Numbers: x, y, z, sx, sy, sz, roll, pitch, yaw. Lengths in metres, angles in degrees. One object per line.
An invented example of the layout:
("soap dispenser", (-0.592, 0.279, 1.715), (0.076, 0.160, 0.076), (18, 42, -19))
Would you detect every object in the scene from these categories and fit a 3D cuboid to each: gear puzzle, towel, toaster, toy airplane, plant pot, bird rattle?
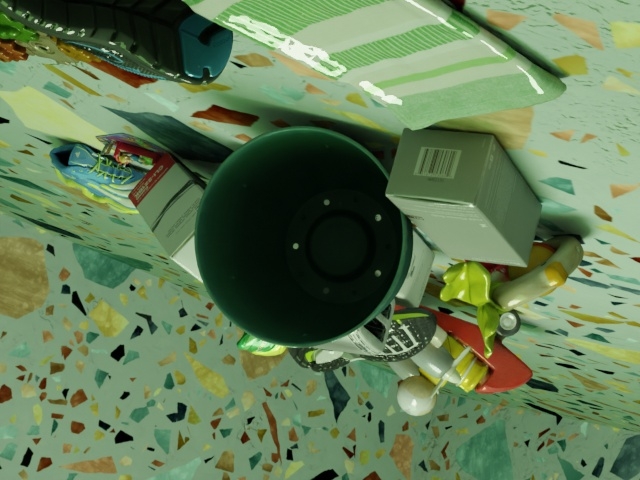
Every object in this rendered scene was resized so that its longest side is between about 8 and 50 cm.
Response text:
("gear puzzle", (-0.426, -0.273, 1.369), (0.338, 0.044, 0.175), (13, 167, 23))
("towel", (0.045, -0.200, 1.003), (0.324, 0.038, 0.248), (25, 166, -29))
("toaster", (0.028, 0.109, 1.645), (0.146, 0.129, 0.227), (7, 161, 24))
("toy airplane", (0.211, 0.234, 2.152), (0.384, 0.272, 0.386), (7, 164, 45))
("plant pot", (0.000, 0.000, 1.432), (0.293, 0.293, 0.235), (15, -179, 16))
("bird rattle", (0.297, 0.059, 1.485), (0.207, 0.143, 0.253), (-26, 180, 33))

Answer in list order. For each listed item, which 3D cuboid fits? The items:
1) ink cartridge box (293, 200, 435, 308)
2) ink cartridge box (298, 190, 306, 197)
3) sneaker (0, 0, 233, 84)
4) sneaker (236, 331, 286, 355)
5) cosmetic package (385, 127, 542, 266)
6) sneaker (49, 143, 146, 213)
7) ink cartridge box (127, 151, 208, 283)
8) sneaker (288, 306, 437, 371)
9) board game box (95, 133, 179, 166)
("ink cartridge box", (0.056, 0.012, 1.754), (0.207, 0.117, 0.283), (13, 167, 26))
("ink cartridge box", (-0.074, -0.099, 1.607), (0.122, 0.052, 0.088), (16, 168, 5))
("sneaker", (-0.257, -0.249, 1.030), (0.341, 0.125, 0.139), (29, 166, -38))
("sneaker", (-0.123, 0.070, 1.897), (0.123, 0.296, 0.109), (-2, 168, -16))
("cosmetic package", (0.191, -0.052, 1.300), (0.127, 0.107, 0.238), (7, 161, 31))
("sneaker", (-0.424, -0.122, 1.944), (0.240, 0.091, 0.126), (16, 167, 16))
("ink cartridge box", (-0.191, -0.012, 1.710), (0.197, 0.114, 0.273), (42, -179, -34))
("sneaker", (0.078, 0.152, 1.842), (0.300, 0.121, 0.111), (-11, 133, 32))
("board game box", (-0.333, -0.149, 1.824), (0.133, 0.033, 0.168), (27, 166, -35))
